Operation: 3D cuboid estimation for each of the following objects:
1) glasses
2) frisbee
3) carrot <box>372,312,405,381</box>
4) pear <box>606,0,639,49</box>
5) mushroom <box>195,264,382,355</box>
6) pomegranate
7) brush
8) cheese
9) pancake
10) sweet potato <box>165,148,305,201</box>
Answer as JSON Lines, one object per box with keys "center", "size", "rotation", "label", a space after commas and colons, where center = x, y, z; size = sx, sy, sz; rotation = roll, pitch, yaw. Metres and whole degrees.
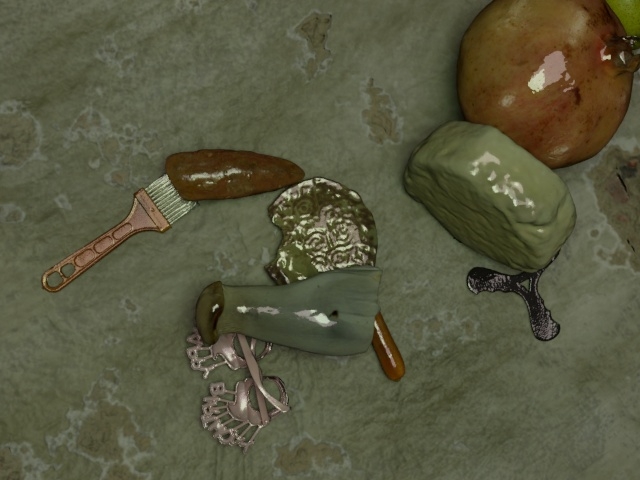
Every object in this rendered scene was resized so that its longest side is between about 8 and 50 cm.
{"center": [-0.146, 0.250, 1.535], "size": [0.162, 0.095, 0.256], "rotation": [-16, 85, -9], "label": "glasses"}
{"center": [0.405, 0.075, 1.657], "size": [0.211, 0.012, 0.187], "rotation": [39, 82, -4], "label": "frisbee"}
{"center": [0.096, 0.146, 1.599], "size": [0.043, 0.043, 0.248], "rotation": [-24, 89, -8], "label": "carrot"}
{"center": [0.574, -0.459, 1.619], "size": [0.198, 0.198, 0.198], "rotation": [0, 87, -7], "label": "pear"}
{"center": [-0.052, 0.119, 1.504], "size": [0.328, 0.122, 0.159], "rotation": [3, 59, -9], "label": "mushroom"}
{"center": [0.406, -0.295, 1.510], "size": [0.338, 0.338, 0.338], "rotation": [0, 87, -7], "label": "pomegranate"}
{"center": [-0.369, -0.006, 1.559], "size": [0.314, 0.017, 0.090], "rotation": [-36, 89, -7], "label": "brush"}
{"center": [0.290, -0.078, 1.525], "size": [0.115, 0.326, 0.318], "rotation": [-49, 132, -13], "label": "cheese"}
{"center": [0.000, 0.000, 1.583], "size": [0.211, 0.029, 0.235], "rotation": [9, 81, 1], "label": "pancake"}
{"center": [-0.153, -0.119, 1.560], "size": [0.251, 0.097, 0.097], "rotation": [-2, 87, -14], "label": "sweet potato"}
